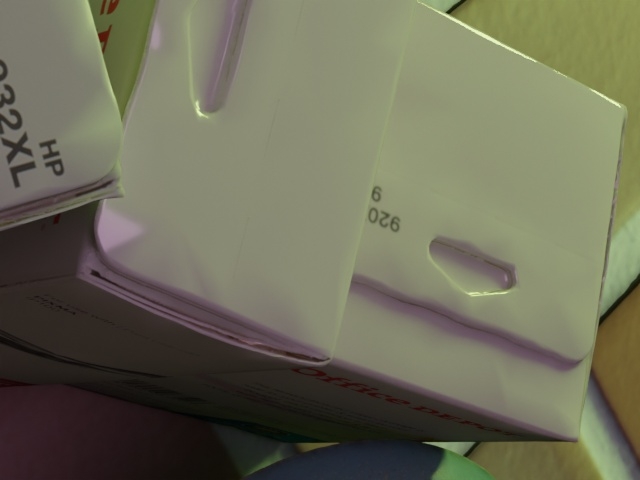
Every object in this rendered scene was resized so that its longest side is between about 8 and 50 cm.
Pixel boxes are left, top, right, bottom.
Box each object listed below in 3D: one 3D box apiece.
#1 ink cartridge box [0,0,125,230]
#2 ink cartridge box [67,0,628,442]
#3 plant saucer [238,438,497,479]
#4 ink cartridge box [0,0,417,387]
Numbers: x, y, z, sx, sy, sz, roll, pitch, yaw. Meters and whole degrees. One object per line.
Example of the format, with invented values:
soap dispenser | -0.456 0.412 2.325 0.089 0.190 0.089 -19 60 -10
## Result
ink cartridge box | -0.226 -0.091 0.639 0.129 0.307 0.223 -20 97 -38
ink cartridge box | 0.000 0.000 0.850 0.171 0.233 0.168 20 73 -35
plant saucer | -0.003 0.247 0.857 0.317 0.044 0.317 -17 121 -30
ink cartridge box | -0.097 -0.050 0.749 0.117 0.283 0.207 24 71 -33
